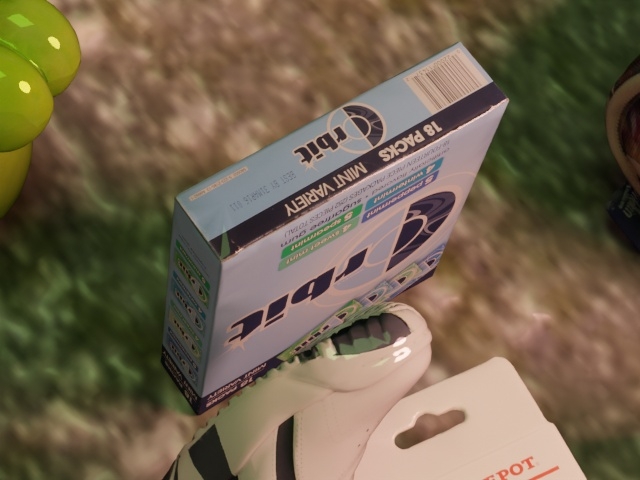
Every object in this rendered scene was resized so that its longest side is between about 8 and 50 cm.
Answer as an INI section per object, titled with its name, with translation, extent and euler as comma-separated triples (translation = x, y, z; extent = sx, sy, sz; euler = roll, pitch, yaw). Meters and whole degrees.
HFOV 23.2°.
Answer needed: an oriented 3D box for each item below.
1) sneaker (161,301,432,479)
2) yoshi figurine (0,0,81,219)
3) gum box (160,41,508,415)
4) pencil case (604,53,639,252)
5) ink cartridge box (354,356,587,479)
[sneaker]
translation = -0.006, 0.144, 0.688
extent = 0.235, 0.094, 0.153
euler = -41, 85, 17
[yoshi figurine]
translation = -0.294, -0.089, 0.790
extent = 0.362, 0.203, 0.204
euler = 17, 89, 11
[gum box]
translation = 0.000, 0.000, 0.756
extent = 0.157, 0.184, 0.041
euler = -30, 70, -20
[pencil case]
translation = 0.326, -0.146, 0.892
extent = 0.159, 0.184, 0.410
euler = 21, 57, 37
[ink cartridge box]
translation = 0.085, 0.168, 0.746
extent = 0.115, 0.067, 0.198
euler = -21, 68, -17
